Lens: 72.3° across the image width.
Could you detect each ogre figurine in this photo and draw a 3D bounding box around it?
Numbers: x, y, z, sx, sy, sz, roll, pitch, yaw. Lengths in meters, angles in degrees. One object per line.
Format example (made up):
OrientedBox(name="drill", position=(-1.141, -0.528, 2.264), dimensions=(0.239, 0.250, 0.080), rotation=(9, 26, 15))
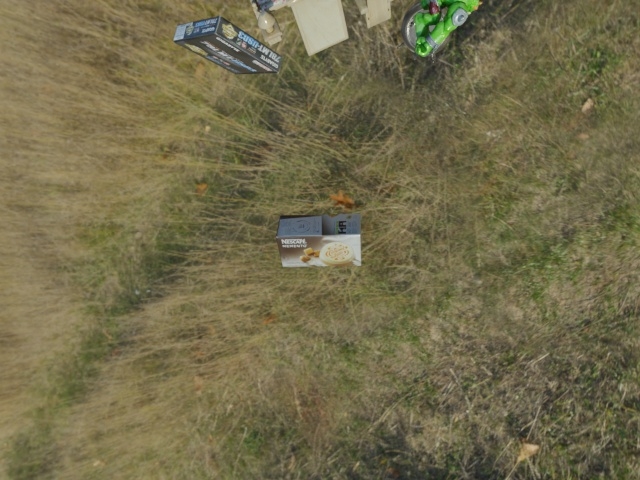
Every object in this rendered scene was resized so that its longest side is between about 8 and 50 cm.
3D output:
OrientedBox(name="ogre figurine", position=(0.253, -0.480, 0.887), dimensions=(0.118, 0.097, 0.197), rotation=(-2, 52, 55))

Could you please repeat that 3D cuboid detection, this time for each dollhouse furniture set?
OrientedBox(name="dollhouse furniture set", position=(-0.038, -0.640, 0.998), dimensions=(0.302, 0.174, 0.356), rotation=(-21, 74, 6))

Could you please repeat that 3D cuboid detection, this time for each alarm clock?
OrientedBox(name="alarm clock", position=(0.276, -0.555, 1.099), dimensions=(0.129, 0.064, 0.192), rotation=(20, 128, 0))

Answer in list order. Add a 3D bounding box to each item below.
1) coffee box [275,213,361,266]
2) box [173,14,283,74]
OrientedBox(name="coffee box", position=(0.000, 0.000, 1.330), dimensions=(0.246, 0.141, 0.098), rotation=(0, 45, 5))
OrientedBox(name="box", position=(-0.340, -0.708, 1.620), dimensions=(0.293, 0.295, 0.074), rotation=(20, 95, 42))
